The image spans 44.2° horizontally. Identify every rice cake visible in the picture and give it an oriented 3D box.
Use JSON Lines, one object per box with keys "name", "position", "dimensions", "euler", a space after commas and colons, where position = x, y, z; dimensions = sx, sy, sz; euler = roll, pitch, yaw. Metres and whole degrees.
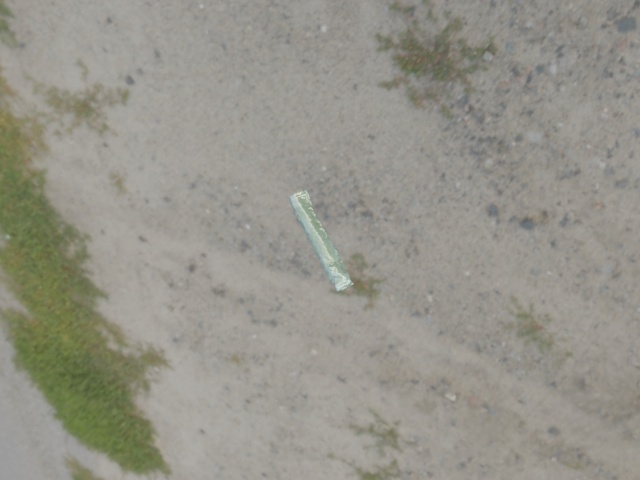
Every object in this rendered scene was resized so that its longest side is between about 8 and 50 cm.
{"name": "rice cake", "position": [0.000, 0.000, 0.876], "dimensions": [0.121, 0.022, 0.021], "euler": [63, 170, 5]}
